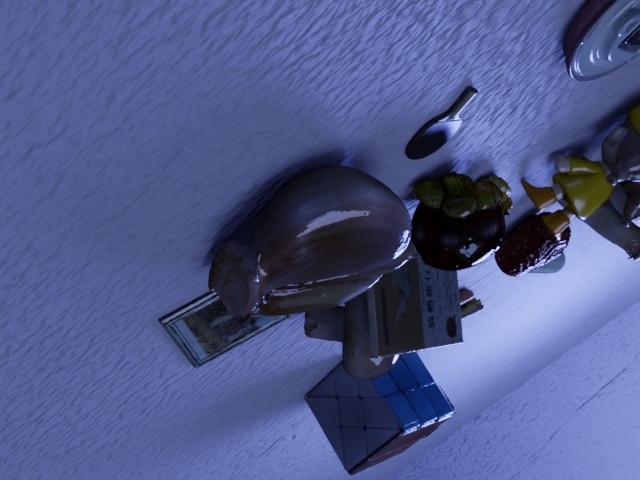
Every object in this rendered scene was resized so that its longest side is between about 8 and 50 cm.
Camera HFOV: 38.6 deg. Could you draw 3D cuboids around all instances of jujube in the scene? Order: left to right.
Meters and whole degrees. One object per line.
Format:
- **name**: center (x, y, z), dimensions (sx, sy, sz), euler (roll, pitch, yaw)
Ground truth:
- **jujube**: center (0.462, 0.012, 1.992), dimensions (0.112, 0.109, 0.176), euler (33, 121, -28)

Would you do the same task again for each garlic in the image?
- **garlic**: center (0.001, 0.001, 1.346), dimensions (0.325, 0.132, 0.279), euler (-19, 155, -23)

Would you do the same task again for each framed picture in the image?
- **framed picture**: center (-0.152, 0.134, 1.576), dimensions (0.217, 0.017, 0.274), euler (-30, 157, -6)

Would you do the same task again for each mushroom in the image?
- **mushroom**: center (0.065, 0.161, 1.731), dimensions (0.204, 0.204, 0.204), euler (-27, 157, -12)
- **mushroom**: center (0.591, -0.048, 1.893), dimensions (0.081, 0.223, 0.092), euler (-54, 163, 22)

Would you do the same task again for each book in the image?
- **book**: center (0.178, 0.098, 1.695), dimensions (0.021, 0.216, 0.310), euler (-6, 176, 36)

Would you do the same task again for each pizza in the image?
- **pizza**: center (0.340, 0.169, 2.229), dimensions (0.160, 0.035, 0.099), euler (-20, 178, -24)

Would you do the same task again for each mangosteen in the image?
- **mangosteen**: center (0.233, -0.039, 1.549), dimensions (0.166, 0.166, 0.180), euler (-25, 132, -16)

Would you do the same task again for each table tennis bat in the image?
- **table tennis bat**: center (0.186, -0.173, 1.378), dimensions (0.087, 0.013, 0.156), euler (-9, 149, -42)

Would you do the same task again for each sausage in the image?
- **sausage**: center (0.331, 0.142, 2.187), dimensions (0.083, 0.034, 0.034), euler (-21, 155, -28)

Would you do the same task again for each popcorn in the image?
- **popcorn**: center (0.318, -0.074, 1.666), dimensions (0.084, 0.084, 0.084), euler (-27, 157, -12)

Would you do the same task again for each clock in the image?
- **clock**: center (0.470, -0.329, 1.363), dimensions (0.245, 0.056, 0.244), euler (-26, 156, -12)

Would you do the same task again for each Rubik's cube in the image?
- **Rubik's cube**: center (0.145, 0.405, 2.245), dimensions (0.225, 0.231, 0.221), euler (-7, 148, -49)

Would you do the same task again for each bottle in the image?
- **bottle**: center (0.514, 0.043, 2.169), dimensions (0.072, 0.072, 0.202), euler (-43, 156, 26)

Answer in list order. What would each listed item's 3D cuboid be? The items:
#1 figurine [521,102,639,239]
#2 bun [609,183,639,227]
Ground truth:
- **figurine**: center (0.579, -0.132, 1.769), dimensions (0.344, 0.187, 0.215), euler (-31, 144, 14)
- **bun**: center (0.742, -0.115, 2.014), dimensions (0.299, 0.164, 0.299), euler (-13, 159, -5)
